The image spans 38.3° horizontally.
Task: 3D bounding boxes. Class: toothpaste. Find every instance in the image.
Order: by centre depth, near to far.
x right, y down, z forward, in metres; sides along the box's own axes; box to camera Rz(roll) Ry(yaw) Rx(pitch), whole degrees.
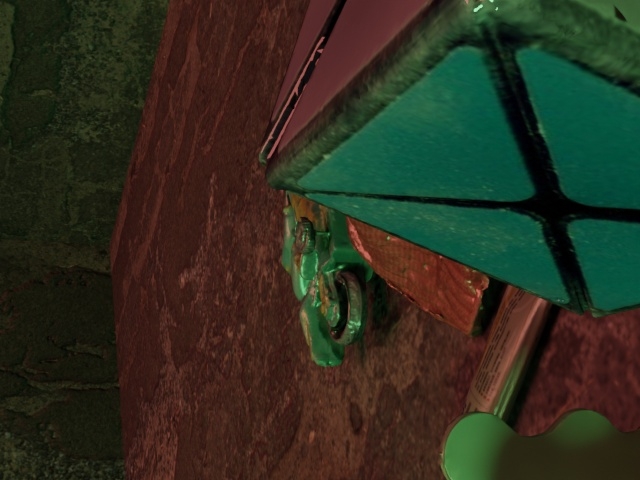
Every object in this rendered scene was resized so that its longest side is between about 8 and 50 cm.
[{"bbox_3d":[0.153,0.126,0.806,0.067,0.037,0.255,-120,42,-64],"label":"toothpaste"}]

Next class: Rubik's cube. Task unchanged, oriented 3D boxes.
[{"bbox_3d":[0.142,-0.125,0.495,0.259,0.260,0.255,-38,32,65],"label":"Rubik's cube"}]

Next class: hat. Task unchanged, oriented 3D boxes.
[{"bbox_3d":[0.080,-0.051,0.920,0.286,0.107,0.237,26,121,54],"label":"hat"}]

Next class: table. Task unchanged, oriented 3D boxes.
[{"bbox_3d":[0.158,0.186,0.561,0.166,0.198,0.167,-177,90,-69],"label":"table"}]

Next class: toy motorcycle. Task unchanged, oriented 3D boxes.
[{"bbox_3d":[0.000,0.002,1.121,0.198,0.109,0.296,122,146,-54],"label":"toy motorcycle"}]
